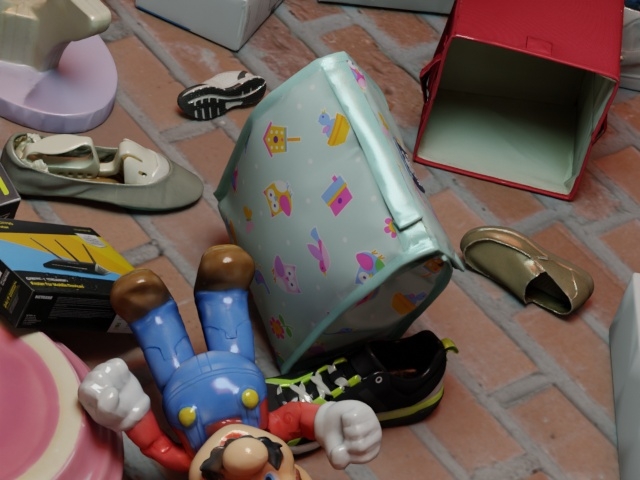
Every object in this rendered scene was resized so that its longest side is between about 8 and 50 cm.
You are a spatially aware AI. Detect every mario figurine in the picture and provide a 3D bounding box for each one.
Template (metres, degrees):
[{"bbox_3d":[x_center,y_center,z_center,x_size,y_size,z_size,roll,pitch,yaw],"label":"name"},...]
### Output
[{"bbox_3d":[-0.078,0.142,1.490,0.170,0.198,0.320,25,35,-50],"label":"mario figurine"}]

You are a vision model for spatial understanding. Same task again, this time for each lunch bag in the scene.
[{"bbox_3d":[0.021,-0.026,1.629,0.160,0.262,0.223,-14,69,-26],"label":"lunch bag"}]

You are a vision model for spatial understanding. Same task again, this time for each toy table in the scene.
[{"bbox_3d":[-0.324,-0.257,1.888,0.274,0.161,0.252,34,46,18],"label":"toy table"}]

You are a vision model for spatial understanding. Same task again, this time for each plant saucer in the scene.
[{"bbox_3d":[-0.332,0.165,1.503,0.332,0.084,0.332,8,44,-7],"label":"plant saucer"}]

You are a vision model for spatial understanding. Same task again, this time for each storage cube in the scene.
[{"bbox_3d":[0.222,-0.192,1.957,0.215,0.184,0.193,15,42,0],"label":"storage cube"}]

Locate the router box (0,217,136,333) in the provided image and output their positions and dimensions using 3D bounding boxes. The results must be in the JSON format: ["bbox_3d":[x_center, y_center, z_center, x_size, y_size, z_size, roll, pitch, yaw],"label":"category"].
[{"bbox_3d":[-0.248,0.032,1.626,0.133,0.046,0.179,39,19,33],"label":"router box"}]

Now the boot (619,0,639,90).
[{"bbox_3d":[0.321,-0.256,2.094,0.258,0.123,0.095,3,44,-13],"label":"boot"}]

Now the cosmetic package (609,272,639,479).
[{"bbox_3d":[0.431,0.214,1.657,0.284,0.097,0.377,10,43,-3],"label":"cosmetic package"}]

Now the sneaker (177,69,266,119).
[{"bbox_3d":[-0.115,-0.165,1.945,0.109,0.040,0.044,-15,34,-33],"label":"sneaker"}]

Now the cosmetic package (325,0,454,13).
[{"bbox_3d":[0.112,-0.356,2.156,0.238,0.107,0.127,1,42,-10],"label":"cosmetic package"}]

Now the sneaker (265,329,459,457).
[{"bbox_3d":[0.019,0.129,1.628,0.234,0.097,0.084,-13,50,-27],"label":"sneaker"}]

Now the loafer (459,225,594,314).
[{"bbox_3d":[0.213,0.031,1.815,0.148,0.056,0.050,21,37,7],"label":"loafer"}]

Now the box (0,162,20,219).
[{"bbox_3d":[-0.453,-0.101,1.714,0.216,0.060,0.270,-21,69,-33],"label":"box"}]

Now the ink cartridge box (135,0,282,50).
[{"bbox_3d":[-0.112,-0.326,2.077,0.139,0.082,0.191,25,45,10],"label":"ink cartridge box"}]

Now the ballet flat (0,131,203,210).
[{"bbox_3d":[-0.222,-0.075,1.793,0.213,0.068,0.072,4,44,-12],"label":"ballet flat"}]
